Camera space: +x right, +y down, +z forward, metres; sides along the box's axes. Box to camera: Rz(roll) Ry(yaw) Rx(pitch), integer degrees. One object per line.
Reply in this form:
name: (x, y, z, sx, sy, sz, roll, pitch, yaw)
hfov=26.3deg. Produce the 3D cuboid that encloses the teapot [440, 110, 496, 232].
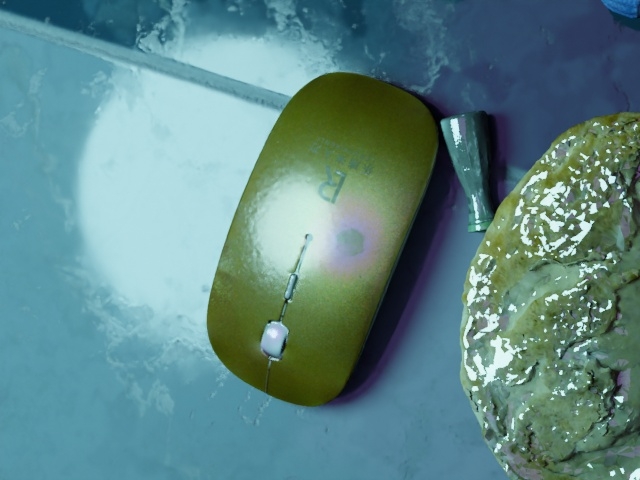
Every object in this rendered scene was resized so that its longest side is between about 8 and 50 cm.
teapot: (0.139, -0.058, 1.225, 0.043, 0.043, 0.111, -12, 89, 17)

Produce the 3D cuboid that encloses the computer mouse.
computer mouse: (0.000, 0.000, 1.255, 0.158, 0.072, 0.310, 24, 98, 18)

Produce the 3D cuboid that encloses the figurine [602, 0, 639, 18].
figurine: (0.305, -0.207, 1.160, 0.149, 0.086, 0.087, 40, 126, 2)

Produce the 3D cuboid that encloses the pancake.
pancake: (0.297, 0.080, 1.154, 0.387, 0.082, 0.387, 1, 95, 18)
